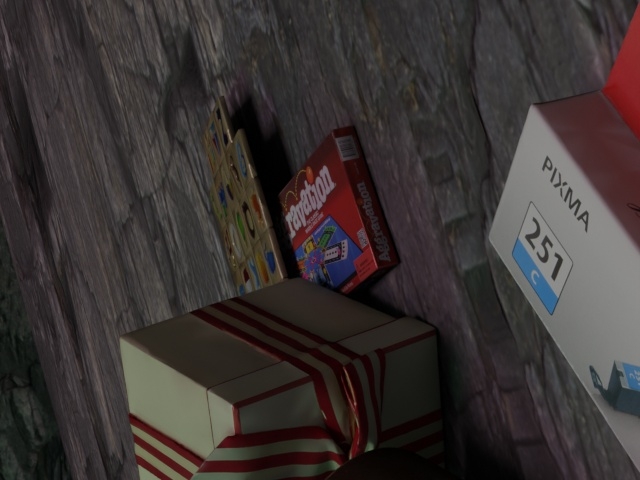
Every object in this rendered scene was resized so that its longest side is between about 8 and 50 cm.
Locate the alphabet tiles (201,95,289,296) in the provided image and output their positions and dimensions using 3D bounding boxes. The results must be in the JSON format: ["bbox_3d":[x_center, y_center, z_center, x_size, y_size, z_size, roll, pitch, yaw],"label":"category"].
[{"bbox_3d":[-0.080,0.015,1.566,0.285,0.011,0.343,133,122,-73],"label":"alphabet tiles"}]

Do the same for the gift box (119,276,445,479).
[{"bbox_3d":[-0.040,0.206,1.260,0.258,0.276,0.255,19,126,52],"label":"gift box"}]

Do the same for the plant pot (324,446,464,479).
[{"bbox_3d":[0.118,0.299,1.083,0.230,0.215,0.215,10,112,48],"label":"plant pot"}]

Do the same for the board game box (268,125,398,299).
[{"bbox_3d":[0.000,0.000,1.394,0.281,0.027,0.145,134,121,-65],"label":"board game box"}]

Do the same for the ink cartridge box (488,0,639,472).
[{"bbox_3d":[0.223,0.013,0.811,0.261,0.066,0.296,102,147,-48],"label":"ink cartridge box"}]
